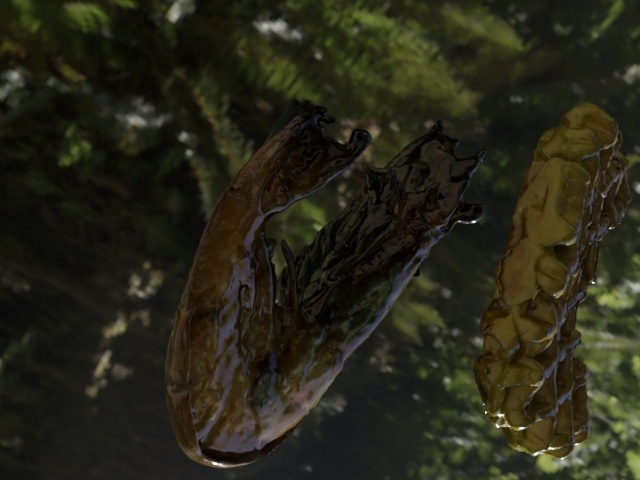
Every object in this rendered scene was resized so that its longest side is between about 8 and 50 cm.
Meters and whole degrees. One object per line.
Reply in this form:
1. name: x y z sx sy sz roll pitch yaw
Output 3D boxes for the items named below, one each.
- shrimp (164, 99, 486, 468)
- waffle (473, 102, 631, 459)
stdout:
1. shrimp: -0.007 -0.002 0.884 0.075 0.178 0.289 27 -116 36
2. waffle: 0.132 0.023 0.837 0.051 0.149 0.194 9 -107 22
